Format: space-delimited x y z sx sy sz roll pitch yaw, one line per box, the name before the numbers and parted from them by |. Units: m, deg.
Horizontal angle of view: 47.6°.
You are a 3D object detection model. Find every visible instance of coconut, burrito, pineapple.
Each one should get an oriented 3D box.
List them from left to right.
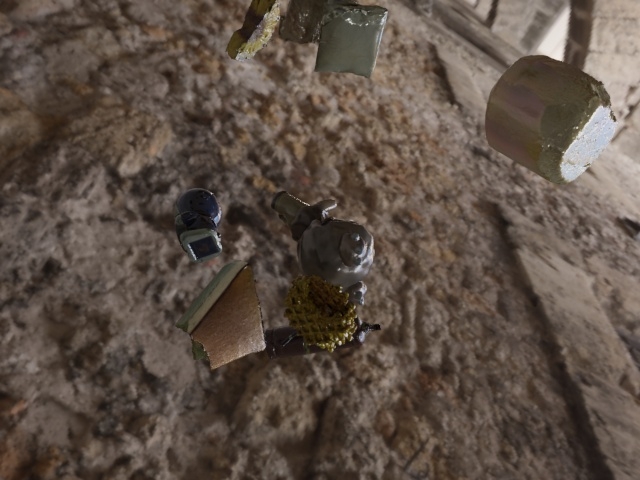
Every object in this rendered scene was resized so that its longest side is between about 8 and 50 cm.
pineapple | -0.190 -0.636 2.165 0.233 0.079 0.135 -54 164 17
burrito | 0.007 -0.647 1.808 0.348 0.175 0.107 -68 -150 27
coconut | 0.573 -0.327 1.873 0.297 0.309 0.298 -28 141 -26

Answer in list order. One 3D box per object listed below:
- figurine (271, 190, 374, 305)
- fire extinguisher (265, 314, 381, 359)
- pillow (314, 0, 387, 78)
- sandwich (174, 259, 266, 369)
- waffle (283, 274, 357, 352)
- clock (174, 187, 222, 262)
figurine | 0.000 -0.001 1.979 0.203 0.380 0.248 -24 138 -24
fire extinguisher | 0.011 0.272 2.092 0.141 0.341 0.105 -31 110 -80
pillow | 0.059 -0.419 1.519 0.181 0.134 0.078 104 -6 -50
sandwich | -0.238 0.171 1.685 0.108 0.186 0.220 17 -62 56
waffle | -0.005 0.171 1.746 0.070 0.193 0.197 -38 138 -45
clock | -0.372 -0.050 2.229 0.146 0.200 0.243 -21 -136 5
